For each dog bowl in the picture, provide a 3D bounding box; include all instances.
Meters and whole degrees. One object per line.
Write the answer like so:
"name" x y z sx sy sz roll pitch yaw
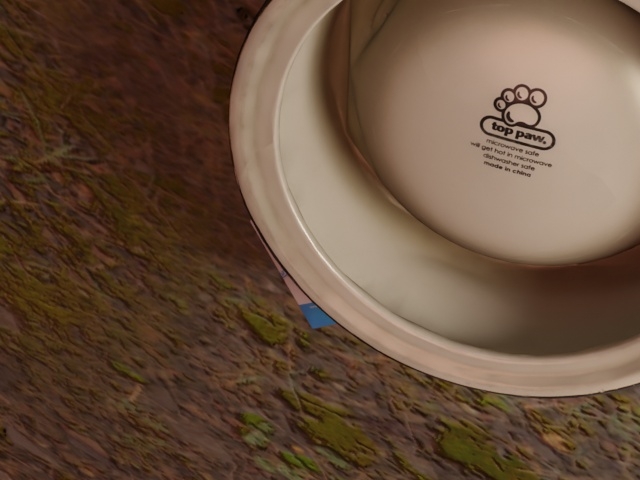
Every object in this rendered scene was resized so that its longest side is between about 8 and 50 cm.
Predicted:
"dog bowl" 0.146 -0.082 1.019 0.408 0.150 0.408 12 129 15

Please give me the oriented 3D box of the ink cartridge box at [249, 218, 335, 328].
"ink cartridge box" 0.000 0.000 1.185 0.052 0.088 0.122 -14 119 32
